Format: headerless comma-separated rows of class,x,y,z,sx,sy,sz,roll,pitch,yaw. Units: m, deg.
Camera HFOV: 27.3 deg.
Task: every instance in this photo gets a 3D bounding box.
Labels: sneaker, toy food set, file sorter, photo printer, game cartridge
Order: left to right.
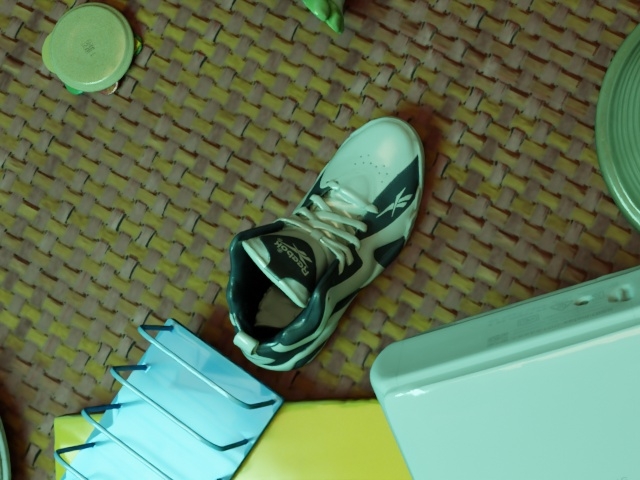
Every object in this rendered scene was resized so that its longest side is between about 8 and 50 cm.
toy food set,-0.203,-0.170,1.169,0.082,0.020,0.083,43,95,12
file sorter,-0.132,0.163,1.038,0.118,0.104,0.170,34,92,11
game cartridge,-0.059,0.278,1.094,0.324,0.053,0.285,-4,85,10
sneaker,0.000,0.000,1.044,0.094,0.153,0.235,39,95,10
photo printer,0.206,0.187,0.962,0.256,0.107,0.307,-17,109,15

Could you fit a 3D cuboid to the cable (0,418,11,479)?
cable,-0.394,0.208,1.147,0.257,0.089,0.257,-20,82,10

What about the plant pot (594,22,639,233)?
plant pot,0.328,-0.094,1.003,0.237,0.110,0.237,-1,85,13

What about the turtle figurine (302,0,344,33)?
turtle figurine,0.075,-0.284,1.028,0.266,0.198,0.274,-46,75,10
